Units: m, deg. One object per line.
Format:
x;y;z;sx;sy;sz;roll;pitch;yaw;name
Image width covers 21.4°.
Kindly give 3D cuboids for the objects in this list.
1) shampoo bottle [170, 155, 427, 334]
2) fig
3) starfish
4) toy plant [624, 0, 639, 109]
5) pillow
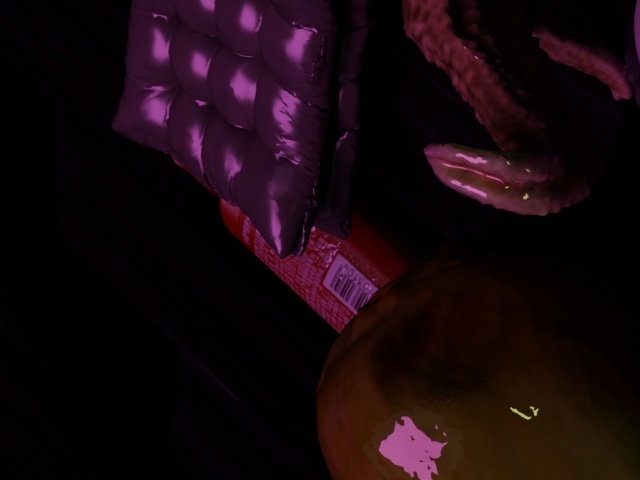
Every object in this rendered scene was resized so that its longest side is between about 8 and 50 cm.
0.001;0.000;1.402;0.314;0.076;0.118;42;146;22;shampoo bottle
0.134;0.132;1.191;0.271;0.239;0.239;46;149;-2;fig
0.027;-0.207;1.002;0.082;0.324;0.432;-36;92;28;starfish
0.275;-0.186;0.720;0.247;0.247;0.332;37;142;28;toy plant
-0.054;-0.172;1.268;0.228;0.101;0.326;33;129;32;pillow
